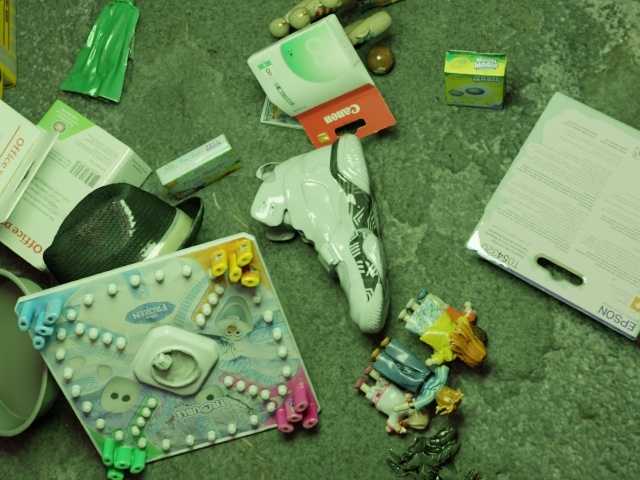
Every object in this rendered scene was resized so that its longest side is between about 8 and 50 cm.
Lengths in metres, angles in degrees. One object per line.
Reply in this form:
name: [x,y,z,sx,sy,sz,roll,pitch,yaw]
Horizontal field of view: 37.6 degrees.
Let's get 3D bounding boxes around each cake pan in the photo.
cake pan: [-0.544,0.194,1.648,0.293,0.054,0.293,1,92,40]

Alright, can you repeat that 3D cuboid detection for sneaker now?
sneaker: [0.000,0.000,1.643,0.210,0.137,0.365,-11,68,8]

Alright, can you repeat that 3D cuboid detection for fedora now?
fedora: [-0.358,0.006,1.594,0.334,0.334,0.152,-47,111,-5]

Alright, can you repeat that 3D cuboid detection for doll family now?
doll family: [0.178,0.203,1.558,0.163,0.118,0.263,34,82,16]

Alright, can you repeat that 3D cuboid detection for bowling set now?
bowling set: [0.041,-0.373,1.710,0.154,0.287,0.199,-35,99,-15]

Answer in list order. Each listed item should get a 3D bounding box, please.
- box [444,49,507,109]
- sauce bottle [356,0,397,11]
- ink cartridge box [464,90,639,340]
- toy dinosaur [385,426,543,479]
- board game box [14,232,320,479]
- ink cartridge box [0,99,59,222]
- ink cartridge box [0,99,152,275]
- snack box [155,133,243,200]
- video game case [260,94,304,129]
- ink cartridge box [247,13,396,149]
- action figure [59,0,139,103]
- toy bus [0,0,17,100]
box: [0.273,-0.283,1.649,0.105,0.179,0.043,6,75,12]
sauce bottle: [0.131,-0.474,1.799,0.128,0.042,0.042,-21,72,1]
ink cartridge box: [0.466,-0.044,1.608,0.324,0.071,0.330,30,84,15]
toy dinosaur: [0.198,0.426,1.485,0.322,0.164,0.218,-15,88,-17]
board game box: [-0.234,0.205,1.516,0.390,0.390,0.050,-16,32,4]
ink cartridge box: [-0.638,-0.145,1.690,0.353,0.119,0.207,4,61,47]
ink cartridge box: [-0.484,-0.092,1.756,0.198,0.115,0.273,34,82,18]
snack box: [-0.221,-0.133,1.731,0.141,0.100,0.037,-29,72,1]
video game case: [-0.046,-0.255,1.783,0.122,0.011,0.087,10,77,12]
ink cartridge box: [0.001,-0.262,1.654,0.181,0.056,0.224,-19,111,35]
action figure: [-0.413,-0.387,1.855,0.137,0.063,0.232,16,81,15]
toy bus: [-0.677,-0.413,1.872,0.108,0.130,0.332,-8,73,6]
